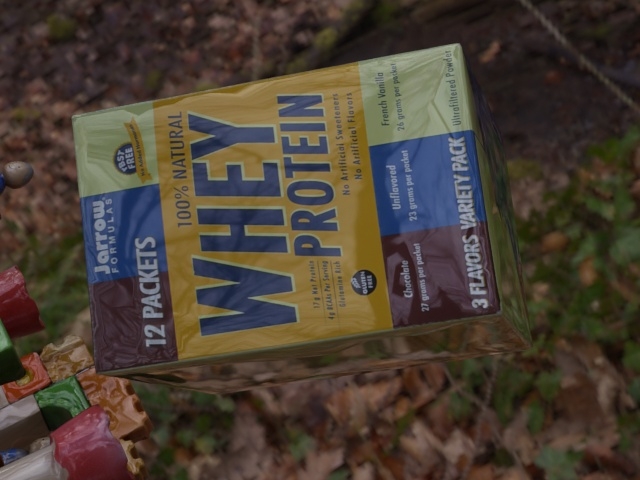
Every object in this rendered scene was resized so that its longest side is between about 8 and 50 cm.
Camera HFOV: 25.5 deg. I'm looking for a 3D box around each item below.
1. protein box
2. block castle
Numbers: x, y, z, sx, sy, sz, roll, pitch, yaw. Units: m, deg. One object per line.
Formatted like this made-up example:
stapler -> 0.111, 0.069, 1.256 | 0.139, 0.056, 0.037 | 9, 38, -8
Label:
protein box -> 0.000, 0.000, 0.773 | 0.201, 0.200, 0.136 | -9, 79, 12
block castle -> -0.308, 0.150, 1.493 | 0.212, 0.303, 0.453 | -25, 54, -14
